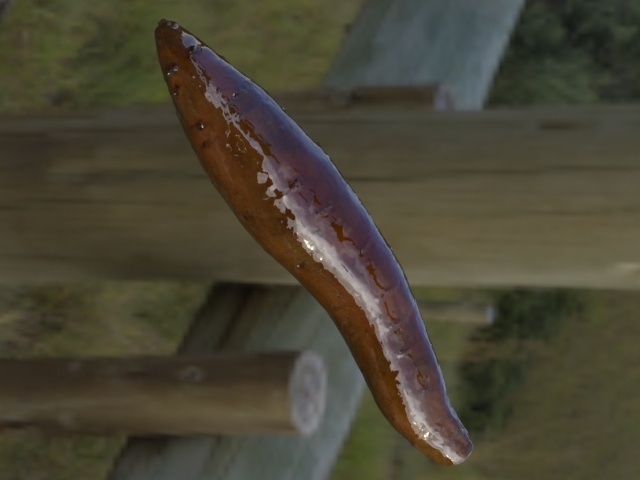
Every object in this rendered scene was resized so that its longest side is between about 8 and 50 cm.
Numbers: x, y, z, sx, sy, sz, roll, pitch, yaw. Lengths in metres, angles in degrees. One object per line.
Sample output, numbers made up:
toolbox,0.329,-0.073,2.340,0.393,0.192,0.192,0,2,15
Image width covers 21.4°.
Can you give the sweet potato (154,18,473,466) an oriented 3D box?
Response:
sweet potato,0.001,-0.001,0.832,0.264,0.057,0.057,52,36,-10
